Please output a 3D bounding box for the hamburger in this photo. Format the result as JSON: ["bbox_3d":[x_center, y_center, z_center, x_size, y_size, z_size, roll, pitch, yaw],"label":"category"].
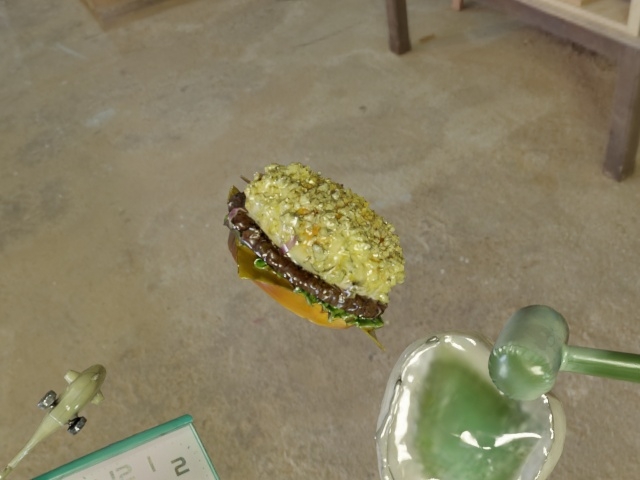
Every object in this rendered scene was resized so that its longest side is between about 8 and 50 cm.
[{"bbox_3d":[0.000,0.000,0.798,0.139,0.243,0.262,-53,29,12],"label":"hamburger"}]

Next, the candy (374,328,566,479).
[{"bbox_3d":[0.300,0.414,1.429,0.386,0.186,0.427,25,91,5],"label":"candy"}]

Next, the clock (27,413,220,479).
[{"bbox_3d":[-0.263,0.403,0.941,0.262,0.116,0.231,-15,67,-40],"label":"clock"}]

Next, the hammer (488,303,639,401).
[{"bbox_3d":[0.473,0.205,1.163,0.335,0.119,0.206,4,24,27],"label":"hammer"}]

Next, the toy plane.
[{"bbox_3d":[-0.506,0.345,1.253,0.286,0.092,0.108,-52,14,-23],"label":"toy plane"}]
